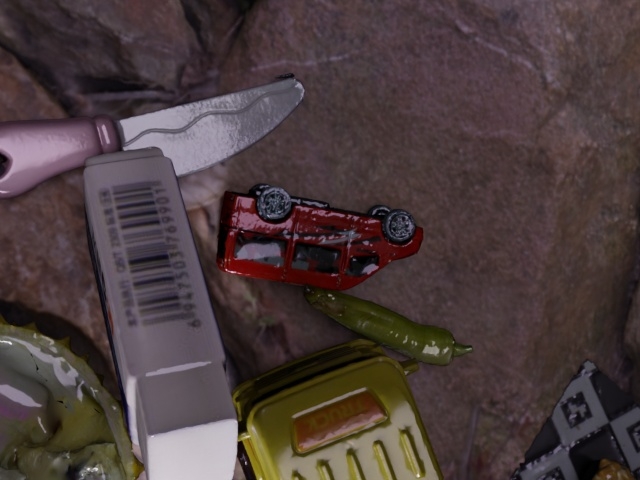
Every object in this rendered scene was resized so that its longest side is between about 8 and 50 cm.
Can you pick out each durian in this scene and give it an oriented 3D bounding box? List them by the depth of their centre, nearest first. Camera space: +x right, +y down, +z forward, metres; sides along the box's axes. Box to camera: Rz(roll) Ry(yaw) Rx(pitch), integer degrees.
[{"bbox_3d":[-0.251,0.187,0.944,0.172,0.166,0.306,-28,88,11],"label":"durian"}]

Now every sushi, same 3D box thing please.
[{"bbox_3d":[0.313,0.325,1.149,0.294,0.059,0.292,39,78,-8],"label":"sushi"}]

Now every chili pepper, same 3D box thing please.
[{"bbox_3d":[0.055,0.082,1.093,0.208,0.049,0.043,22,106,-29],"label":"chili pepper"}]

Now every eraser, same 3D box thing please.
[{"bbox_3d":[-0.140,0.065,0.955,0.081,0.124,0.279,-10,56,-15],"label":"eraser"}]

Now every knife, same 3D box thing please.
[{"bbox_3d":[-0.165,-0.094,1.070,0.336,0.043,0.081,-12,95,-17],"label":"knife"}]

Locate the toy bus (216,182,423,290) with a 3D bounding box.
[{"bbox_3d":[0.000,0.000,1.084,0.195,0.081,0.089,9,93,-13],"label":"toy bus"}]

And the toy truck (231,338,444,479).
[{"bbox_3d":[0.057,0.296,0.993,0.181,0.254,0.405,-20,88,-10],"label":"toy truck"}]
